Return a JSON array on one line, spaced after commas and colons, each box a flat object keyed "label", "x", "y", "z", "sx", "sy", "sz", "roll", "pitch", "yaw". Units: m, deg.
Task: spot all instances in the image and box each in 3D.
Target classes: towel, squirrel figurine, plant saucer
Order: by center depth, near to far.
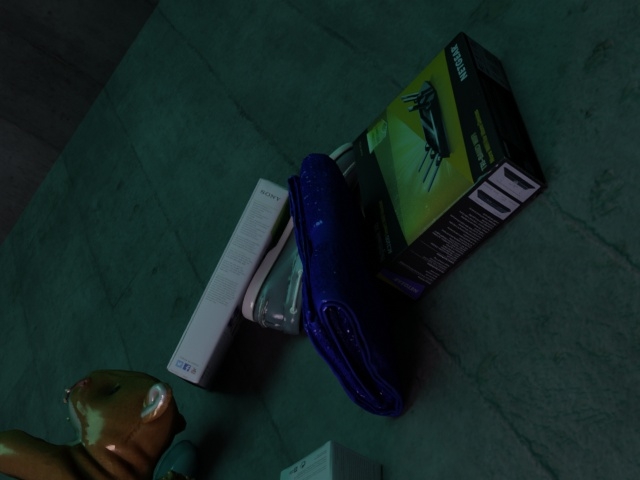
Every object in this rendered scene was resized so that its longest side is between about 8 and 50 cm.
[{"label": "towel", "x": 0.027, "y": 0.056, "z": 1.509, "sx": 0.076, "sy": 0.228, "sz": 0.308, "roll": -19, "pitch": 39, "yaw": 12}, {"label": "squirrel figurine", "x": -0.299, "y": 0.388, "z": 1.699, "sx": 0.370, "sy": 0.397, "sz": 0.281, "roll": -51, "pitch": -21, "yaw": -23}, {"label": "plant saucer", "x": -0.225, "y": 0.373, "z": 1.836, "sx": 0.119, "sy": 0.021, "sz": 0.119, "roll": -40, "pitch": 33, "yaw": 32}]

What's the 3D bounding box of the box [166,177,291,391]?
[{"label": "box", "x": -0.136, "y": 0.076, "z": 1.825, "sx": 0.322, "sy": 0.058, "sz": 0.232, "roll": -63, "pitch": -4, "yaw": -10}]

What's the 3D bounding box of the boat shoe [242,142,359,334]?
[{"label": "boat shoe", "x": 0.000, "y": 0.000, "z": 1.781, "sx": 0.099, "sy": 0.116, "sz": 0.319, "roll": 26, "pitch": 76, "yaw": 20}]

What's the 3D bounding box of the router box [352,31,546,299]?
[{"label": "router box", "x": 0.163, "y": -0.107, "z": 1.592, "sx": 0.243, "sy": 0.081, "sz": 0.309, "roll": -45, "pitch": 31, "yaw": 27}]

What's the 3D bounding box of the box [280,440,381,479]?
[{"label": "box", "x": 0.012, "y": 0.319, "z": 1.422, "sx": 0.101, "sy": 0.087, "sz": 0.102, "roll": -39, "pitch": 33, "yaw": 35}]
